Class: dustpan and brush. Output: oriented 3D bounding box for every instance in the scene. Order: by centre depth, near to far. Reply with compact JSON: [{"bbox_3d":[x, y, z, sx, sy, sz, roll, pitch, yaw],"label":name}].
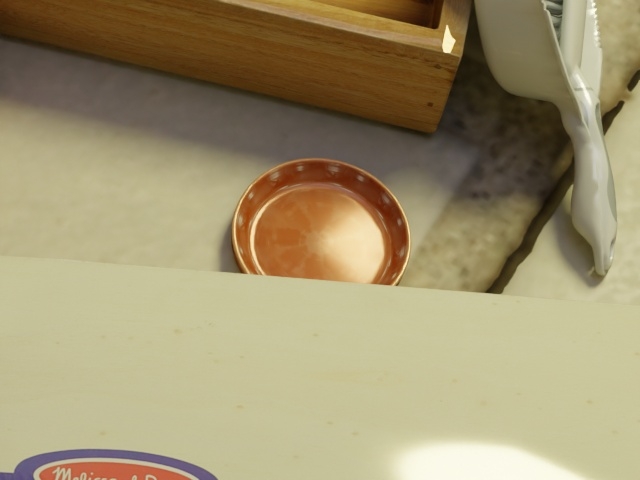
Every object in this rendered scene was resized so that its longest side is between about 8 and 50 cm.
[{"bbox_3d":[0.115,-0.089,0.773,0.060,0.147,0.211,1,88,22],"label":"dustpan and brush"}]

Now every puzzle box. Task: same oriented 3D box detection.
[{"bbox_3d":[0.031,0.139,0.629,0.408,0.052,0.272,5,54,-5],"label":"puzzle box"}]

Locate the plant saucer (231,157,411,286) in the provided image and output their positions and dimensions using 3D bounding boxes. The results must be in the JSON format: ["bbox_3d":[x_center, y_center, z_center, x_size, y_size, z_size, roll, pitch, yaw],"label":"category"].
[{"bbox_3d":[0.000,0.000,0.746,0.083,0.013,0.083,4,59,-6],"label":"plant saucer"}]

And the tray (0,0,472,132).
[{"bbox_3d":[-0.121,-0.196,0.807,0.410,0.076,0.203,14,59,-2],"label":"tray"}]
